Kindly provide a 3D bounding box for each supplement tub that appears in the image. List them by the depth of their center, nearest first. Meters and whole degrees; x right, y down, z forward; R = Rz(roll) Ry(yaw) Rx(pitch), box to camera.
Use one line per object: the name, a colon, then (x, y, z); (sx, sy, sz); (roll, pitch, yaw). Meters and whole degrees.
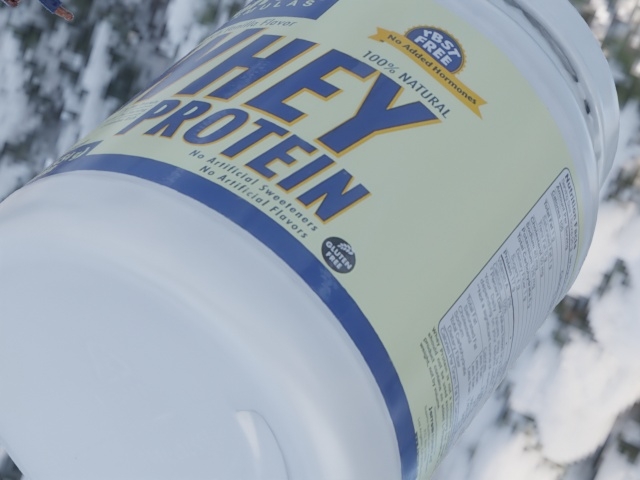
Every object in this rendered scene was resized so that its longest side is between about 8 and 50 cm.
supplement tub: (0.000, 0.000, 0.809); (0.235, 0.235, 0.325); (27, -135, 17)

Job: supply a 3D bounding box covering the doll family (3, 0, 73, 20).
doll family: (-0.260, -0.293, 1.418); (0.111, 0.193, 0.076); (-22, 176, -1)
